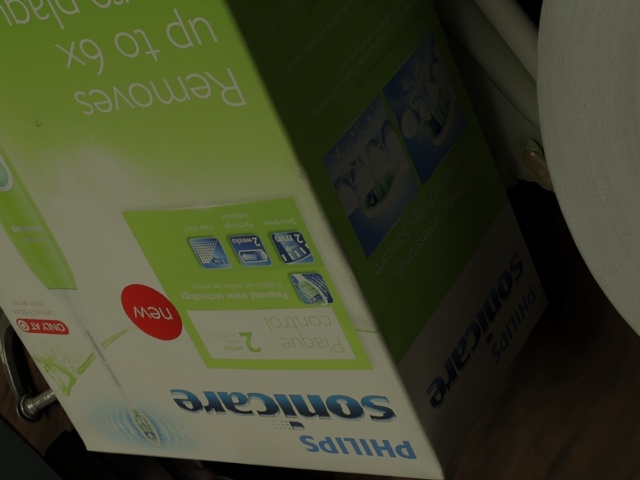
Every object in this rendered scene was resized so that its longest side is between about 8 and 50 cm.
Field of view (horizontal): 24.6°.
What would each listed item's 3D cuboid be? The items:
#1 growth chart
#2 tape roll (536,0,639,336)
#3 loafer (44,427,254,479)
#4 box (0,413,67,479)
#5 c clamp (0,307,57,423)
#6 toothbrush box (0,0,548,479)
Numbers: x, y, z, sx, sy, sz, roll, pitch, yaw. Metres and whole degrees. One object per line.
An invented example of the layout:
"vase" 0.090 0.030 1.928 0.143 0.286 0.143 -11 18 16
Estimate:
"growth chart" 0.007 -0.061 0.666 0.237 0.021 0.172 -24 106 43
"tape roll" 0.175 -0.051 0.490 0.219 0.072 0.219 22 118 49
"loafer" -0.046 0.156 0.830 0.302 0.095 0.109 24 156 45
"box" -0.150 0.213 0.854 0.261 0.103 0.184 43 165 7
"c clamp" -0.197 0.092 1.068 0.160 0.022 0.137 -22 83 53
"toothbrush box" -0.057 -0.048 0.609 0.206 0.122 0.283 -1 127 36
